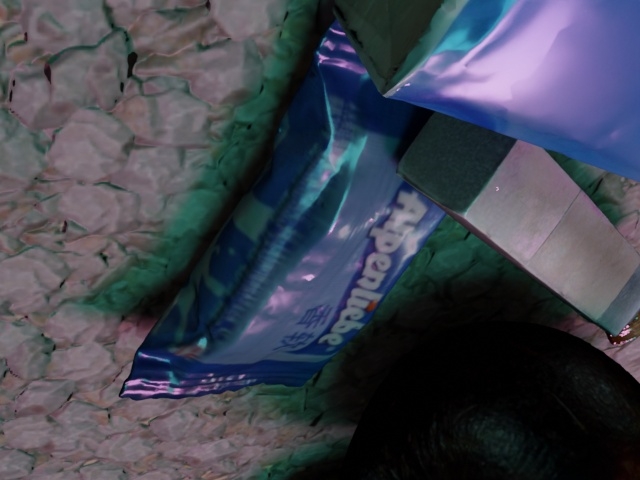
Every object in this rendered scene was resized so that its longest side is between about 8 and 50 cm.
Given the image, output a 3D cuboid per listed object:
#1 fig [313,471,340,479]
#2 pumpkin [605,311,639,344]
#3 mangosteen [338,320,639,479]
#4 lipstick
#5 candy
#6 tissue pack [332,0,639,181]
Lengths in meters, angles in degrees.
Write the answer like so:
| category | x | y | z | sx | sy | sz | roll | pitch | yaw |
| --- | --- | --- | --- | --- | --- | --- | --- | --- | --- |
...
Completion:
| category | x | y | z | sx | sy | sz | roll | pitch | yaw |
| --- | --- | --- | --- | --- | --- | --- | --- | --- | --- |
| fig | 0.050 | 0.388 | 0.879 | 0.206 | 0.275 | 0.206 | -13 | 140 | -11 |
| pumpkin | 0.315 | 0.052 | 0.818 | 0.101 | 0.035 | 0.073 | -24 | 128 | 7 |
| mangosteen | 0.167 | 0.227 | 0.744 | 0.330 | 0.330 | 0.330 | -12 | 138 | -11 |
| lipstick | 0.167 | -0.004 | 0.622 | 0.068 | 0.066 | 0.317 | -54 | 141 | 6 |
| candy | 0.000 | 0.000 | 0.594 | 0.187 | 0.077 | 0.331 | 7 | 130 | -40 |
| tissue pack | 0.166 | -0.148 | 0.448 | 0.263 | 0.146 | 0.198 | 12 | 130 | -33 |
